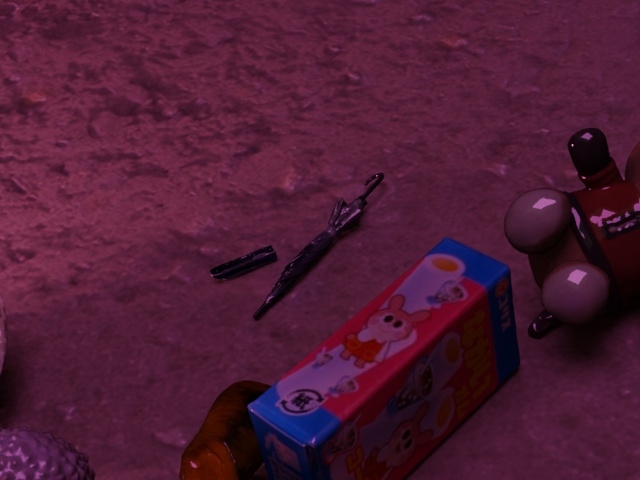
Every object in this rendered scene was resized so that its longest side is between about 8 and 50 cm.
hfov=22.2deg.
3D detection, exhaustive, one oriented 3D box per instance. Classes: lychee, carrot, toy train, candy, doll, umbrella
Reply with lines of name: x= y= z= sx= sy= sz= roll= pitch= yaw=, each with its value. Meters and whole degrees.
lychee: x=-0.306 y=0.259 z=1.651 sx=0.165 sy=0.165 sz=0.197 roll=-14 pitch=53 yaw=-1
carrot: x=-0.088 y=0.203 z=1.694 sx=0.082 sy=0.082 sz=0.173 roll=3 pitch=20 yaw=18
toy train: x=-0.093 y=0.029 z=1.960 sx=0.083 sy=0.017 sz=0.017 roll=-22 pitch=40 yaw=-11
candy: x=0.074 y=0.148 z=1.681 sx=0.306 sy=0.157 sz=0.100 roll=-39 pitch=48 yaw=-26
doll: x=0.364 y=-0.013 z=1.789 sx=0.329 sy=0.174 sz=0.235 roll=-22 pitch=72 yaw=-7
umbrella: x=0.004 y=-0.001 z=1.954 sx=0.044 sy=0.044 sz=0.269 roll=-8 pitch=34 yaw=50

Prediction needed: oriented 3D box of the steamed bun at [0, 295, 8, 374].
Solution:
steamed bun: x=-0.500 y=0.133 z=1.809 sx=0.272 sy=0.273 sz=0.290 roll=36 pitch=52 yaw=-11
